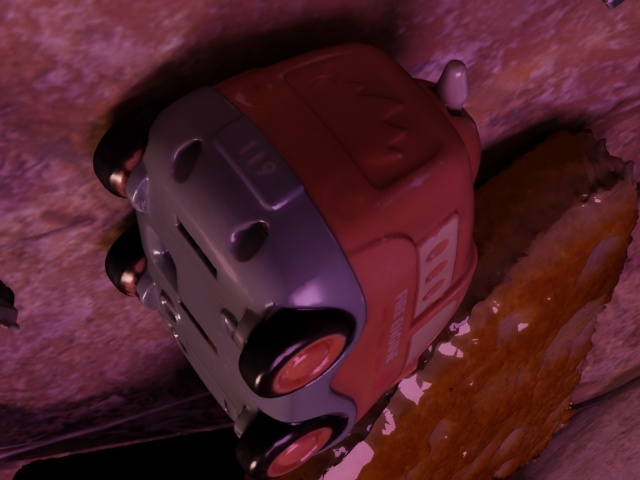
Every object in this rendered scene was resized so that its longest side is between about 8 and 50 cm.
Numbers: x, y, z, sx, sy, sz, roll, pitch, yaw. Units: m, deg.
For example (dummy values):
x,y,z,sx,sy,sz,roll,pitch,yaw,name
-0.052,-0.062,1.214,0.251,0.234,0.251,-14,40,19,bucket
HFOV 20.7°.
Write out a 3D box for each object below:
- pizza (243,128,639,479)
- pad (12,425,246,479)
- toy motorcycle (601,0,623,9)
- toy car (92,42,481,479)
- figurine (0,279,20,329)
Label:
x,y,z,sx,sy,sz,roll,pitch,yaw,name
0.096,0.120,1.386,0.440,0.130,0.406,-49,155,1,pizza
-0.033,0.278,1.363,0.375,0.315,0.063,-5,132,-37,pad
0.219,-0.228,0.900,0.272,0.123,0.182,-34,165,11,toy motorcycle
0.000,0.000,1.058,0.212,0.180,0.270,-30,156,-19,toy car
-0.230,0.037,0.979,0.147,0.093,0.197,-17,155,-47,figurine
